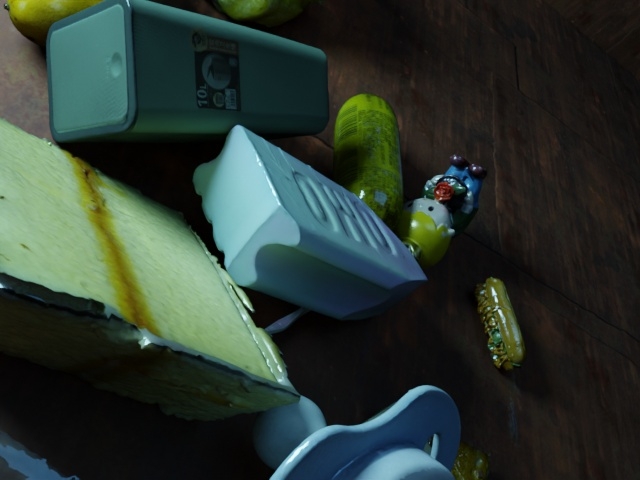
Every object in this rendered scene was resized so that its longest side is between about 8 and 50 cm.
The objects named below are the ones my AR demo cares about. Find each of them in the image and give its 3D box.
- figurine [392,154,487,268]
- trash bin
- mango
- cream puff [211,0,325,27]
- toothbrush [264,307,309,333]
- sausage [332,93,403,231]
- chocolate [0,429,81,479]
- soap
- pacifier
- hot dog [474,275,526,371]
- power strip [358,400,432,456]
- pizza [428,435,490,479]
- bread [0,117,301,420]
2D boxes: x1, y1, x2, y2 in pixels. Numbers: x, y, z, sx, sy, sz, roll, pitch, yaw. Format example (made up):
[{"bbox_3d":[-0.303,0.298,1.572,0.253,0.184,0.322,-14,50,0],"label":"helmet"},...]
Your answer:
[{"bbox_3d":[0.205,-0.048,1.174,0.127,0.185,0.234,42,36,23],"label":"figurine"},{"bbox_3d":[-0.174,-0.223,0.935,0.343,0.222,0.158,-8,97,-45],"label":"trash bin"},{"bbox_3d":[-0.362,-0.320,0.950,0.178,0.115,0.090,-12,97,-59],"label":"mango"},{"bbox_3d":[-0.096,-0.613,1.278,0.378,0.275,0.378,20,51,-27],"label":"cream puff"},{"bbox_3d":[-0.051,0.116,0.948,0.017,0.022,0.204,41,39,17],"label":"toothbrush"},{"bbox_3d":[0.083,-0.134,1.174,0.123,0.123,0.347,24,48,-25],"label":"sausage"},{"bbox_3d":[-0.216,0.310,0.598,0.321,0.112,0.112,38,40,-9],"label":"chocolate"},{"bbox_3d":[0.000,0.000,0.935,0.347,0.115,0.208,26,28,-46],"label":"soap"},{"bbox_3d":[0.011,0.254,0.697,0.299,0.244,0.233,-9,30,-39],"label":"pacifier"},{"bbox_3d":[0.323,0.148,1.205,0.055,0.072,0.188,-3,59,-17],"label":"hot dog"},{"bbox_3d":[0.050,0.303,0.856,0.256,0.070,0.105,-19,73,-47],"label":"power strip"},{"bbox_3d":[0.185,0.336,0.964,0.131,0.041,0.178,51,42,0],"label":"pizza"},{"bbox_3d":[-0.234,-0.008,0.748,0.345,0.242,0.405,18,53,-33],"label":"bread"}]
